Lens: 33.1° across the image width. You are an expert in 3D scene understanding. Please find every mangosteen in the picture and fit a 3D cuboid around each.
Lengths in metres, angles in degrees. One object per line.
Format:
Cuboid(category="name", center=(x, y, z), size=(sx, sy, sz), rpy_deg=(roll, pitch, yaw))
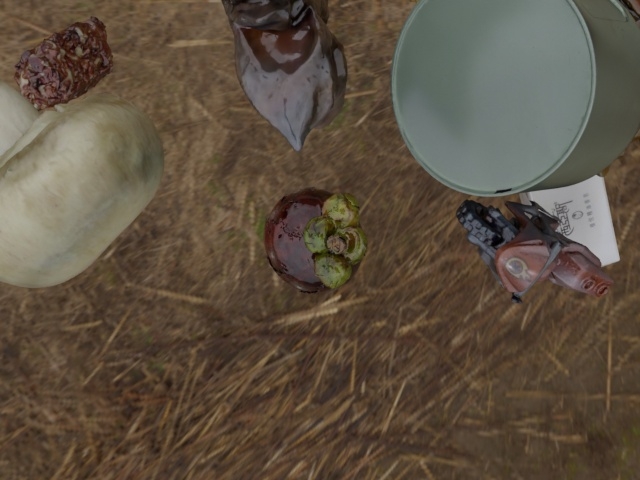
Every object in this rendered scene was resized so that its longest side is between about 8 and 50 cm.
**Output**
Cuboid(category="mangosteen", center=(0.000, 0.000, 1.645), size=(0.166, 0.180, 0.166), rpy_deg=(-1, 92, -28))

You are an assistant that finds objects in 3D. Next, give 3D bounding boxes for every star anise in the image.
Cuboid(category="star anise", center=(-0.042, -0.238, 1.026), size=(0.108, 0.315, 0.315), rpy_deg=(-13, 99, 1))

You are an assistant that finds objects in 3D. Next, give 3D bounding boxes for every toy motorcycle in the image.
Cuboid(category="toy motorcycle", center=(0.237, 0.020, 1.159), size=(0.212, 0.118, 0.084), rpy_deg=(18, 116, -36))

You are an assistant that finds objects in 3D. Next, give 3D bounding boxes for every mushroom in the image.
Cuboid(category="mushroom", center=(-0.316, -0.085, 1.234), size=(0.234, 0.260, 0.254), rpy_deg=(47, 129, -12))

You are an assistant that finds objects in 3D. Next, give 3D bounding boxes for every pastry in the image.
Cuboid(category="pastry", center=(-0.377, -0.262, 1.611), size=(0.115, 0.208, 0.097), rpy_deg=(-24, 106, 23))

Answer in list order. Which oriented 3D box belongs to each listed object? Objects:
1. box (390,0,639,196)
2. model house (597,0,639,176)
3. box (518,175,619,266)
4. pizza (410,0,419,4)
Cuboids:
Cuboid(category="box", center=(0.204, -0.162, 1.098), size=(0.226, 0.149, 0.226), rpy_deg=(6, 99, 37))
Cuboid(category="model house", center=(0.408, -0.238, 1.435), size=(0.229, 0.199, 0.219), rpy_deg=(-26, 135, -9))
Cuboid(category="box", center=(0.359, -0.107, 1.653), size=(0.116, 0.203, 0.274), rpy_deg=(-18, 133, 8))
Cuboid(category="pizza", center=(0.193, -0.294, 1.650), size=(0.188, 0.062, 0.199), rpy_deg=(31, 93, -6))
